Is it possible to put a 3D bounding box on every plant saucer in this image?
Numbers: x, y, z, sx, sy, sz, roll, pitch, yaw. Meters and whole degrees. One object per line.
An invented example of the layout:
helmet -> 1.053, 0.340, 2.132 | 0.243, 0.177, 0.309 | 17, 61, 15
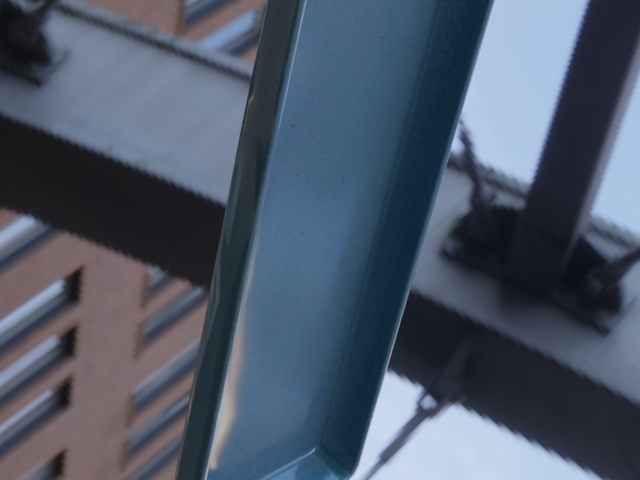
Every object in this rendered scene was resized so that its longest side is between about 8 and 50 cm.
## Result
plant saucer -> 0.000, 0.000, 0.412 | 0.018, 0.067, 0.192 | 39, -46, 30
